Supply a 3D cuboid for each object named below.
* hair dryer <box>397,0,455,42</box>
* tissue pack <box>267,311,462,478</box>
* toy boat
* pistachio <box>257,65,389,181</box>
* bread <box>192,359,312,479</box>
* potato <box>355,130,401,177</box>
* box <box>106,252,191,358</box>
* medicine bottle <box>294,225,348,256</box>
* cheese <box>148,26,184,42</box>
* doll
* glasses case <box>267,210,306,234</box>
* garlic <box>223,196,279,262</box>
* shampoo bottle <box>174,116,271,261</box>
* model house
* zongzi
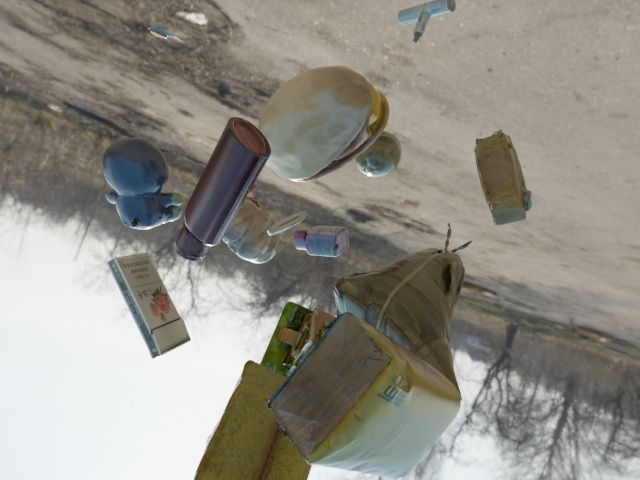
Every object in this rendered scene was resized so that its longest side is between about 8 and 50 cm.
[{"bbox_3d":[0.242,-0.548,1.375,0.154,0.183,0.044,2,139,44],"label":"hair dryer"},{"bbox_3d":[0.081,0.249,0.817,0.134,0.192,0.271,44,-175,42],"label":"tissue pack"},{"bbox_3d":[0.387,-0.128,1.144,0.089,0.310,0.115,-16,126,19],"label":"toy boat"},{"bbox_3d":[-0.004,-0.258,1.198,0.308,0.230,0.230,-20,157,25],"label":"pistachio"},{"bbox_3d":[-0.120,0.446,1.130,0.233,0.245,0.361,27,179,-2],"label":"bread"},{"bbox_3d":[0.195,-0.310,1.858,0.164,0.165,0.262,20,-156,-11],"label":"potato"},{"bbox_3d":[-0.322,0.118,1.022,0.029,0.198,0.109,-29,176,16],"label":"box"},{"bbox_3d":[0.000,0.000,2.027,0.187,0.095,0.119,3,-160,27],"label":"medicine bottle"},{"bbox_3d":[-0.383,-0.509,1.331,0.111,0.017,0.047,24,-172,25],"label":"cheese"},{"bbox_3d":[-0.499,-0.155,1.475,0.228,0.259,0.154,4,-156,10],"label":"doll"},{"bbox_3d":[-0.063,-0.033,1.021,0.021,0.083,0.032,61,159,2],"label":"glasses case"},{"bbox_3d":[-0.209,-0.034,1.574,0.228,0.152,0.228,52,179,1],"label":"garlic"},{"bbox_3d":[-0.174,-0.073,0.908,0.064,0.260,0.102,1,-136,-43],"label":"shampoo bottle"},{"bbox_3d":[-0.048,0.383,1.680,0.242,0.358,0.313,27,166,-7],"label":"model house"},{"bbox_3d":[0.351,0.202,1.474,0.499,0.218,0.467,-21,-139,-31],"label":"zongzi"}]
